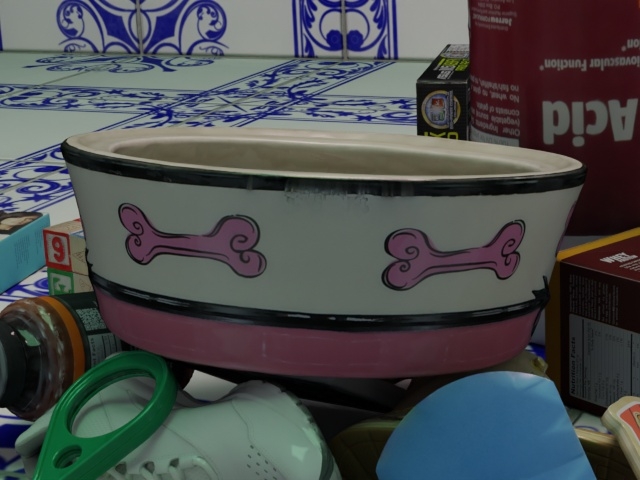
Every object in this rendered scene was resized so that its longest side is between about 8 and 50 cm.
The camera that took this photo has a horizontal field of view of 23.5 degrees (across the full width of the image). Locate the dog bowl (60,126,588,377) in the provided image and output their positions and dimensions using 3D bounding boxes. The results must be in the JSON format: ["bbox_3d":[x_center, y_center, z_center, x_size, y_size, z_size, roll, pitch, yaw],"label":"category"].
[{"bbox_3d":[0.000,0.000,1.212,0.407,0.150,0.408,3,9,0],"label":"dog bowl"}]

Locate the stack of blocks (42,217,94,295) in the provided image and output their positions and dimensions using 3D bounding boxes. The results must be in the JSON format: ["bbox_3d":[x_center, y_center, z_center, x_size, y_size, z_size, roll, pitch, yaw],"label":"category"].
[{"bbox_3d":[-0.135,0.006,1.694,0.171,0.087,0.297,9,19,37],"label":"stack of blocks"}]

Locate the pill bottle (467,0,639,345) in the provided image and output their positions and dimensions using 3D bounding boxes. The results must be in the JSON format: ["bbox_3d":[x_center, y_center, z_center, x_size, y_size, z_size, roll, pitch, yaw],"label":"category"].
[{"bbox_3d":[0.254,-0.110,1.467,0.224,0.392,0.224,-3,16,1],"label":"pill bottle"}]

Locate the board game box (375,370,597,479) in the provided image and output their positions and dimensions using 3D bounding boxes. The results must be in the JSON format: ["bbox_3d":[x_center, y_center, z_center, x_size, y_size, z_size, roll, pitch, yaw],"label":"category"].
[{"bbox_3d":[0.115,0.171,1.003,0.133,0.169,0.033,-26,-32,9],"label":"board game box"}]

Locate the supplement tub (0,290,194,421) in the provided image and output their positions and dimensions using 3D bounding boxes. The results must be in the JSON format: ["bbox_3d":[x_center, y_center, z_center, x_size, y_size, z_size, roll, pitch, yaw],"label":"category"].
[{"bbox_3d":[-0.206,0.095,1.297,0.106,0.106,0.198,12,11,42],"label":"supplement tub"}]

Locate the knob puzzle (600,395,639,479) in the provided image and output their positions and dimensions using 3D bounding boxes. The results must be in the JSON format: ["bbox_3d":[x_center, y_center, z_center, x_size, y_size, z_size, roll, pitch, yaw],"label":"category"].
[{"bbox_3d":[0.267,0.152,1.001,0.213,0.030,0.213,31,16,-9],"label":"knob puzzle"}]

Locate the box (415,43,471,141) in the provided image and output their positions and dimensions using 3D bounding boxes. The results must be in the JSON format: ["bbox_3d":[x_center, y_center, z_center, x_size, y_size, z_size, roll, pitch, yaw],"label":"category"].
[{"bbox_3d":[0.161,-0.105,1.804,0.060,0.216,0.270,2,17,12],"label":"box"}]

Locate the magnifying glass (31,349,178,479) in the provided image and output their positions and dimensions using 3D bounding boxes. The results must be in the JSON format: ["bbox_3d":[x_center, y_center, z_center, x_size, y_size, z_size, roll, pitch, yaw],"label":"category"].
[{"bbox_3d":[-0.178,0.162,1.070,0.092,0.026,0.231,1,39,36],"label":"magnifying glass"}]

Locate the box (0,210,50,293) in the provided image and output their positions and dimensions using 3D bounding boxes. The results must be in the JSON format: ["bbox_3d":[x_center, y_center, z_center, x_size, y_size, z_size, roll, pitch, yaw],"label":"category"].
[{"bbox_3d":[-0.396,0.025,1.722,0.100,0.060,0.244,2,16,15],"label":"box"}]

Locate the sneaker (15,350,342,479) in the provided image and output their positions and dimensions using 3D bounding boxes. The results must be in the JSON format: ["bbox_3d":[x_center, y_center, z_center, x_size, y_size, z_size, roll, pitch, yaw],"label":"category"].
[{"bbox_3d":[-0.104,0.166,1.125,0.297,0.111,0.129,3,27,45],"label":"sneaker"}]

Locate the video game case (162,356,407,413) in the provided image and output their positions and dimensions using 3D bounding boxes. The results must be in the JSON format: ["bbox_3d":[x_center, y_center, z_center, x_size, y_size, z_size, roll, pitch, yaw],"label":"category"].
[{"bbox_3d":[-0.024,0.111,1.248,0.173,0.022,0.190,7,-12,28],"label":"video game case"}]

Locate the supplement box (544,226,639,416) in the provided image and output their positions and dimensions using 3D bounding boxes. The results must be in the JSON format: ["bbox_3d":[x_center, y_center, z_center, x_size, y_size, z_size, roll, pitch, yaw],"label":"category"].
[{"bbox_3d":[0.321,0.072,1.291,0.191,0.129,0.194,-15,20,-36],"label":"supplement box"}]

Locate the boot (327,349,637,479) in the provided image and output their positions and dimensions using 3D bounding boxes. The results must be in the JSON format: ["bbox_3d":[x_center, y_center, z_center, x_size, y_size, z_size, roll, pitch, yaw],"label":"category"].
[{"bbox_3d":[0.159,0.147,1.127,0.261,0.095,0.203,1,14,24],"label":"boot"}]

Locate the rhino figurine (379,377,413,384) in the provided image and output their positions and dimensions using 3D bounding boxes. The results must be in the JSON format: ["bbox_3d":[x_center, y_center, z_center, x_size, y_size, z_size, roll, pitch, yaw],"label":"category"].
[{"bbox_3d":[0.050,0.077,1.432,0.106,0.073,0.243,-1,14,-6],"label":"rhino figurine"}]
